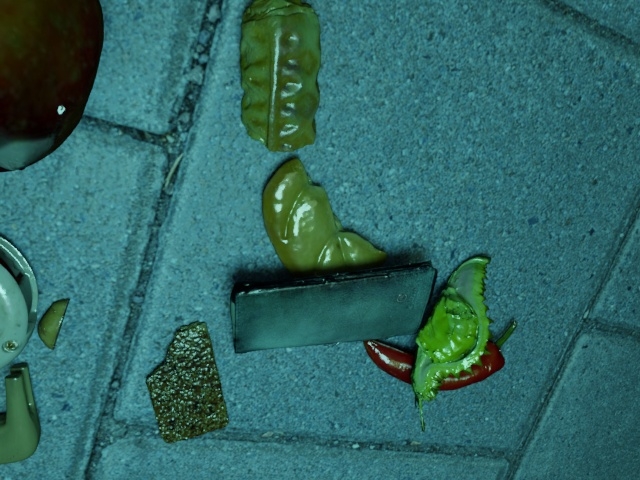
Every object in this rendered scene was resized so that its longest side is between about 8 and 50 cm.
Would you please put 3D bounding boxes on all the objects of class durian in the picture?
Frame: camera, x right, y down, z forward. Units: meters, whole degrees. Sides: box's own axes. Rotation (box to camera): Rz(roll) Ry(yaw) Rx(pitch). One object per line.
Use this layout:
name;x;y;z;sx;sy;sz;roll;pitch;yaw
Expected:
durian;0.260;0.188;0.963;0.132;0.106;0.375;28;77;-1

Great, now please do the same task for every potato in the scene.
potato;-0.442;0.138;0.799;0.036;0.037;0.093;19;102;-18

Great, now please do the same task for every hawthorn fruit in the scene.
hawthorn fruit;-0.406;-0.243;0.556;0.308;0.325;0.308;14;136;14

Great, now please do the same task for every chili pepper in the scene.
chili pepper;0.268;0.256;1.045;0.368;0.092;0.137;-3;103;-19

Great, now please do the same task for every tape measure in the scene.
tape measure;-0.552;0.088;0.696;0.258;0.130;0.265;-40;116;-4

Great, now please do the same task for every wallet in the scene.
wallet;0.025;0.130;0.902;0.378;0.046;0.191;-5;132;-14

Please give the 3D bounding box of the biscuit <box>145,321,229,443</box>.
biscuit;-0.253;0.270;0.912;0.131;0.026;0.237;-13;113;-15

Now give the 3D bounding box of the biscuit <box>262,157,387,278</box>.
biscuit;-0.004;0.002;0.891;0.154;0.045;0.299;-44;115;2

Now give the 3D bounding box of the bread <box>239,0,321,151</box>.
bread;-0.061;-0.256;0.764;0.128;0.088;0.232;-2;114;-9

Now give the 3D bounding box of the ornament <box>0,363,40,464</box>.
ornament;-0.589;0.335;0.804;0.230;0.061;0.245;-4;106;-15
